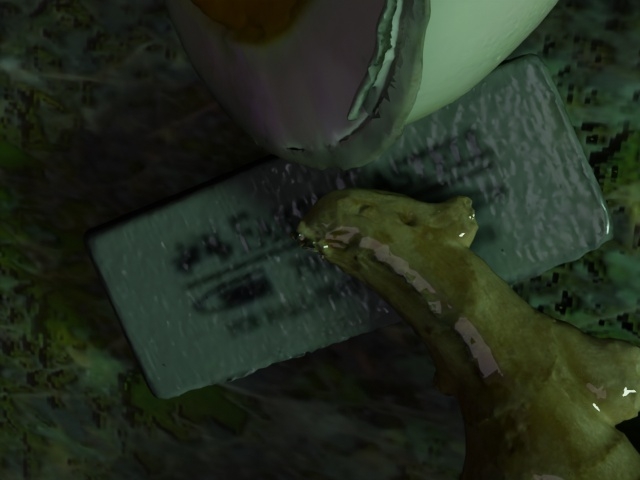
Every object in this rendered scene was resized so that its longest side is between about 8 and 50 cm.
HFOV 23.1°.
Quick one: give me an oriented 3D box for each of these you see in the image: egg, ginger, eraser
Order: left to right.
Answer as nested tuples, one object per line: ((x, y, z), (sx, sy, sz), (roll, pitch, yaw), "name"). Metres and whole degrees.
((0.000, 0.000, 0.892), (0.352, 0.077, 0.111), (-21, 97, 29), "eraser")
((0.024, -0.182, 0.778), (0.286, 0.174, 0.264), (27, 127, 51), "egg")
((0.112, 0.103, 0.783), (0.148, 0.081, 0.334), (-40, 78, 26), "ginger")
